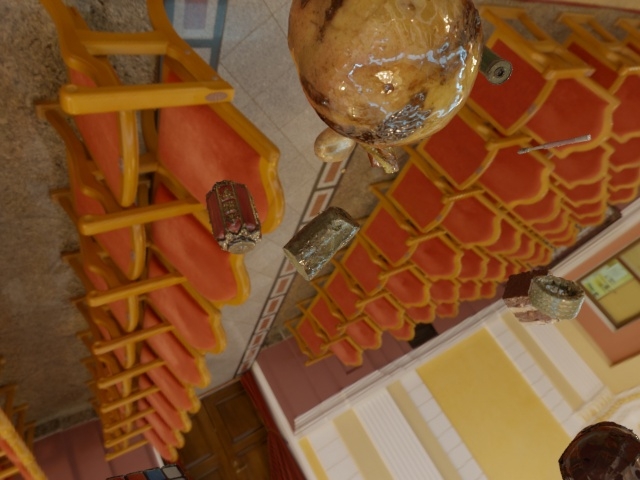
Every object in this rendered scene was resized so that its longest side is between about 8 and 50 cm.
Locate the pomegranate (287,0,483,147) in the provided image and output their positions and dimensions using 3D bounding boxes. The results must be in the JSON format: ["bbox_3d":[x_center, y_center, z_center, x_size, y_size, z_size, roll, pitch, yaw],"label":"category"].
[{"bbox_3d":[0.097,-0.302,0.693,0.322,0.322,0.322,-28,157,-13],"label":"pomegranate"}]

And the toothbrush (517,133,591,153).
[{"bbox_3d":[0.605,-0.250,1.157,0.017,0.014,0.194,-30,-166,-30],"label":"toothbrush"}]

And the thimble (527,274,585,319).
[{"bbox_3d":[0.512,0.121,0.968,0.084,0.110,0.062,-27,133,-34],"label":"thimble"}]

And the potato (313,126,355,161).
[{"bbox_3d":[0.046,-0.347,1.572,0.235,0.128,0.161,-43,168,-40],"label":"potato"}]

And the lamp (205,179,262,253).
[{"bbox_3d":[-0.312,-0.084,1.587,0.177,0.274,0.177,-17,154,-9],"label":"lamp"}]

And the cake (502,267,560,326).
[{"bbox_3d":[0.664,0.181,1.369,0.135,0.147,0.134,-15,-154,46],"label":"cake"}]

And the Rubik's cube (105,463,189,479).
[{"bbox_3d":[-0.324,0.541,0.824,0.155,0.154,0.151,14,99,-46],"label":"Rubik's cube"}]

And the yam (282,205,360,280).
[{"bbox_3d":[0.000,0.000,1.002,0.183,0.107,0.107,-44,157,1],"label":"yam"}]

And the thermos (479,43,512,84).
[{"bbox_3d":[0.517,-0.558,1.366,0.083,0.188,0.073,-33,132,16],"label":"thermos"}]

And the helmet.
[{"bbox_3d":[0.878,0.672,1.316,0.305,0.225,0.177,-40,153,-10],"label":"helmet"}]

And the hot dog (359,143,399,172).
[{"bbox_3d":[0.104,-0.271,0.994,0.093,0.261,0.123,-11,-171,27],"label":"hot dog"}]
